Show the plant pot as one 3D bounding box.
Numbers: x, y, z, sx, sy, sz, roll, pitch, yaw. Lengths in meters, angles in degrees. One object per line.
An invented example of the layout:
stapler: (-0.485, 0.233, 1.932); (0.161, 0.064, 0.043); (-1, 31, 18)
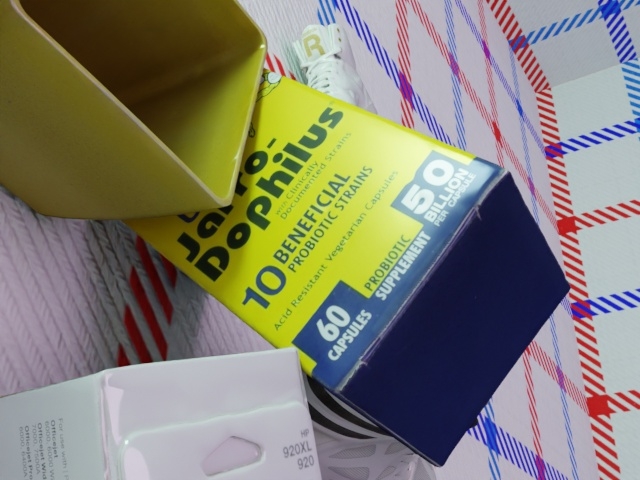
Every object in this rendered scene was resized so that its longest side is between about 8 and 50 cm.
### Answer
plant pot: (-0.191, -0.137, 0.622); (0.212, 0.187, 0.212); (45, 38, -37)

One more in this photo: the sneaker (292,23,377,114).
sneaker: (-0.003, -0.234, 1.143); (0.169, 0.108, 0.292); (67, 18, -10)

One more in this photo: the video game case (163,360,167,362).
video game case: (-0.051, 0.245, 0.684); (0.025, 0.204, 0.285); (-28, 102, -32)

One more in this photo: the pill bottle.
pill bottle: (-0.162, -0.173, 0.790); (0.193, 0.108, 0.108); (57, 32, -31)

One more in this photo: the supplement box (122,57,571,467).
supplement box: (0.000, 0.000, 0.685); (0.194, 0.356, 0.195); (-52, 138, -7)

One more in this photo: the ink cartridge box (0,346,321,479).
ink cartridge box: (-0.136, 0.174, 0.490); (0.171, 0.232, 0.168); (3, 73, -54)

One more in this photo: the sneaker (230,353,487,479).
sneaker: (0.097, 0.239, 0.889); (0.447, 0.257, 0.169); (42, 41, -47)
